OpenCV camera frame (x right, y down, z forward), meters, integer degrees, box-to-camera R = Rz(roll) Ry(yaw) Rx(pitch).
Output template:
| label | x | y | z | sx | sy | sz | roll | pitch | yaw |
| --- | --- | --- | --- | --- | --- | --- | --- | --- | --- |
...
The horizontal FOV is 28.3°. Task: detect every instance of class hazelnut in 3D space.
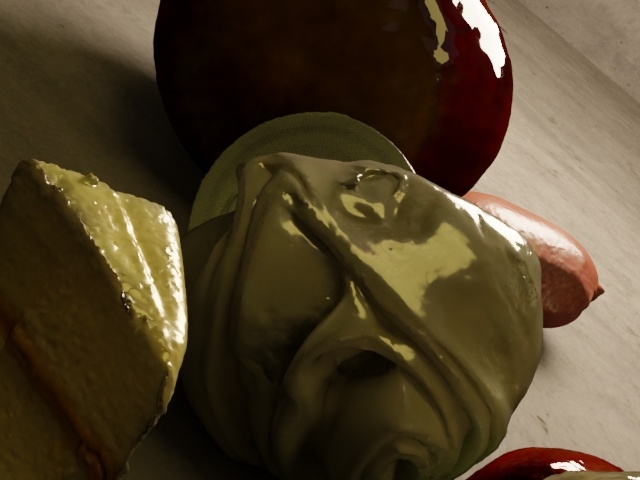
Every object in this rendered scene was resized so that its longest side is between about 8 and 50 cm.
| label | x | y | z | sx | sy | sz | roll | pitch | yaw |
| --- | --- | --- | --- | --- | --- | --- | --- | --- | --- |
| hazelnut | 0.006 | -0.189 | 1.467 | 0.429 | 0.402 | 0.402 | 35 | 27 | 5 |

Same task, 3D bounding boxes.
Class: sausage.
| label | x | y | z | sx | sy | sz | roll | pitch | yaw |
| --- | --- | --- | --- | --- | --- | --- | --- | --- | --- |
| sausage | 0.255 | 0.031 | 1.662 | 0.254 | 0.148 | 0.148 | 21 | 32 | -20 |

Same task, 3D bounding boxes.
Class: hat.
| label | x | y | z | sx | sy | sz | roll | pitch | yaw |
| --- | --- | --- | --- | --- | --- | --- | --- | --- | --- |
| hat | 0.000 | 0.000 | 1.298 | 0.252 | 0.252 | 0.110 | 47 | 6 | 16 |

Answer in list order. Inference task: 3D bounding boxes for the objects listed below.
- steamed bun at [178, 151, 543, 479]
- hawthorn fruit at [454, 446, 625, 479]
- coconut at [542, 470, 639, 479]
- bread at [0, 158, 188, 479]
| label | x | y | z | sx | sy | sz | roll | pitch | yaw |
| --- | --- | --- | --- | --- | --- | --- | --- | --- | --- |
| steamed bun | 0.018 | 0.098 | 1.084 | 0.324 | 0.310 | 0.219 | 29 | 34 | -12 |
| hawthorn fruit | 0.226 | 0.294 | 1.170 | 0.249 | 0.215 | 0.215 | 4 | 43 | -55 |
| coconut | 0.167 | 0.305 | 0.757 | 0.329 | 0.329 | 0.329 | 29 | 28 | -18 |
| bread | -0.197 | 0.093 | 0.892 | 0.135 | 0.240 | 0.178 | 23 | 31 | -28 |
